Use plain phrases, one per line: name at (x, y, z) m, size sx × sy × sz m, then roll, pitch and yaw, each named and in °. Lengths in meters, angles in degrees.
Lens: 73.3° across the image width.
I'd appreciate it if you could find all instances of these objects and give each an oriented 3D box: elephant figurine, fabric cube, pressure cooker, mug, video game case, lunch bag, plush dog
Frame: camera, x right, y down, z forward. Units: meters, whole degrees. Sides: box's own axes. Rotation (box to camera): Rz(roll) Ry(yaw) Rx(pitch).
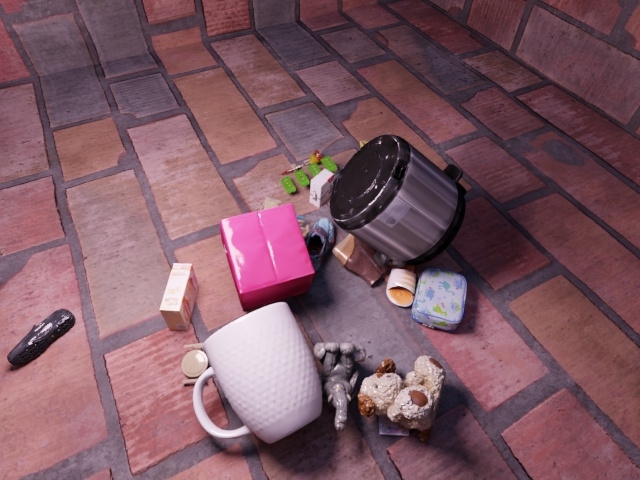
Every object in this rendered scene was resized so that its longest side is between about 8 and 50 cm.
elephant figurine at (0.049, 0.434, 1.309) m, size 0.169 × 0.186 × 0.239 m, roll -9°, pitch 73°, yaw 35°
fabric cube at (-0.188, 0.063, 1.489) m, size 0.259 × 0.254 × 0.258 m, roll -14°, pitch 73°, yaw -14°
pressure cooker at (0.286, -0.112, 1.505) m, size 0.420 × 0.370 × 0.375 m, roll 30°, pitch 60°, yaw -26°
mug at (-0.188, 0.412, 1.244) m, size 0.374 × 0.276 × 0.328 m, roll -28°, pitch 74°, yaw -4°
video game case at (0.222, 0.531, 1.315) m, size 0.087 × 0.011 × 0.122 m, roll 3°, pitch 51°, yaw 1°
lunch bag at (0.425, 0.208, 1.531) m, size 0.176 × 0.090 × 0.219 m, roll 14°, pitch 52°, yaw 11°
plush dog at (0.229, 0.465, 1.276) m, size 0.225 × 0.210 × 0.262 m, roll 12°, pitch 22°, yaw 26°

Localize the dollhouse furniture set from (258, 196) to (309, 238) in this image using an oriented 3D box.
dollhouse furniture set at (-0.155, -0.066, 1.736) m, size 0.184 × 0.129 × 0.129 m, roll 15°, pitch 47°, yaw -21°

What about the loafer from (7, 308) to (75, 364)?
loafer at (-0.926, 0.314, 1.423) m, size 0.078 × 0.076 × 0.223 m, roll 23°, pitch 49°, yaw 23°

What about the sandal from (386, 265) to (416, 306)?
sandal at (0.307, 0.120, 1.608) m, size 0.102 × 0.076 × 0.265 m, roll 9°, pitch 52°, yaw 6°

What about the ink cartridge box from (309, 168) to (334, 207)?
ink cartridge box at (0.005, -0.222, 1.840) m, size 0.056 × 0.135 × 0.099 m, roll 32°, pitch 57°, yaw 18°

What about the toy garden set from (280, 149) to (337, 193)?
toy garden set at (-0.062, -0.308, 1.945) m, size 0.244 × 0.049 × 0.204 m, roll -27°, pitch 41°, yaw -1°

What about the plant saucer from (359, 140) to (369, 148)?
plant saucer at (0.354, -0.296, 1.887) m, size 0.333 × 0.081 × 0.332 m, roll -1°, pitch 45°, yaw -36°

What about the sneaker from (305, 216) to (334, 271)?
sneaker at (0.000, 0.000, 1.663) m, size 0.104 × 0.125 × 0.262 m, roll 19°, pitch 54°, yaw 1°

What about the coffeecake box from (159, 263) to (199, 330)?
coffeecake box at (-0.482, 0.195, 1.484) m, size 0.068 × 0.142 × 0.185 m, roll 2°, pitch 51°, yaw 0°

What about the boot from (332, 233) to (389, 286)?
boot at (0.186, 0.046, 1.682) m, size 0.207 × 0.090 × 0.248 m, roll 40°, pitch 55°, yaw 10°

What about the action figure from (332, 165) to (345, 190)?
action figure at (0.115, -0.296, 1.954) m, size 0.232 × 0.063 × 0.137 m, roll -34°, pitch 56°, yaw -30°

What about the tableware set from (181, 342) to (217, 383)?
tableware set at (-0.350, 0.394, 1.396) m, size 0.194 × 0.039 × 0.128 m, roll -6°, pitch 63°, yaw 1°
